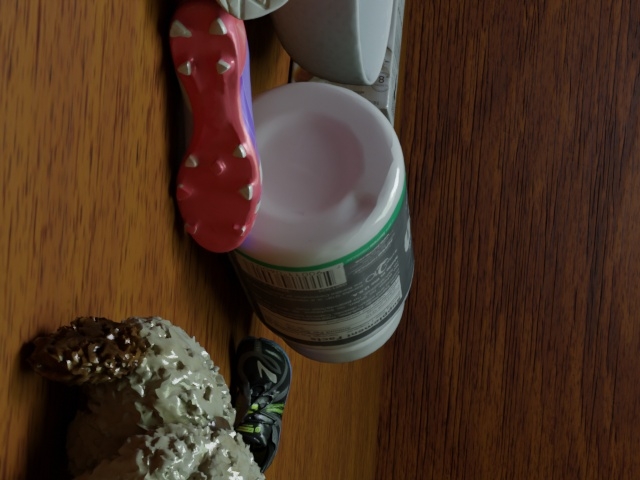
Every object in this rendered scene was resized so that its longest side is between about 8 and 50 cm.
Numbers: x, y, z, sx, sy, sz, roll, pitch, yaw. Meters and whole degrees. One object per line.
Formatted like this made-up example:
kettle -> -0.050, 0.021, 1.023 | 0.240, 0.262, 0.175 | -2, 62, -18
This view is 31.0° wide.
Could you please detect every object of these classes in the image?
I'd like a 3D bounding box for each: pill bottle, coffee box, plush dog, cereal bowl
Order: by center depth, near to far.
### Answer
plush dog -> -0.110, 0.158, 0.812 | 0.262, 0.211, 0.225 | 74, -1, -65
pill bottle -> 0.000, 0.000, 1.283 | 0.361, 0.204, 0.204 | 76, 21, -65
cereal bowl -> 0.003, -0.350, 1.323 | 0.339, 0.141, 0.339 | 4, 90, -82
coffee box -> 0.040, -0.286, 1.597 | 0.098, 0.141, 0.246 | 55, 39, -75

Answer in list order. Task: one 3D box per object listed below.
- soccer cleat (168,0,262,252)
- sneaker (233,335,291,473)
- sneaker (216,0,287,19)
soccer cleat -> -0.092, -0.109, 1.053 | 0.095, 0.083, 0.248 | -70, 159, -60
sneaker -> -0.072, 0.200, 1.358 | 0.078, 0.067, 0.188 | -80, 174, -68
sneaker -> -0.090, -0.313, 0.963 | 0.153, 0.094, 0.235 | -112, 177, -62
